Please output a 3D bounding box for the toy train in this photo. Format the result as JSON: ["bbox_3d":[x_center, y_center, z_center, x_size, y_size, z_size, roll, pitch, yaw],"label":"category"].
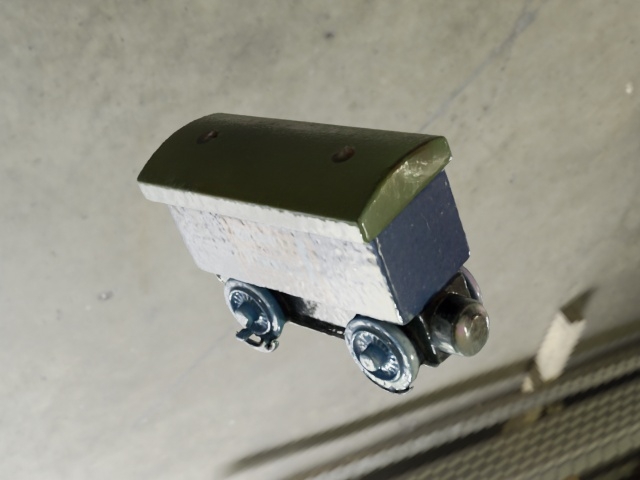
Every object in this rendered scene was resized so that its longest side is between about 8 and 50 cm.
[{"bbox_3d":[0.000,0.000,0.892,0.131,0.300,0.202,-42,125,-32],"label":"toy train"}]
